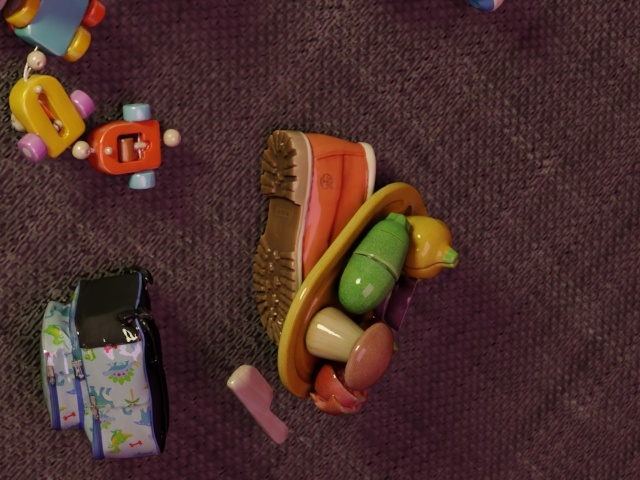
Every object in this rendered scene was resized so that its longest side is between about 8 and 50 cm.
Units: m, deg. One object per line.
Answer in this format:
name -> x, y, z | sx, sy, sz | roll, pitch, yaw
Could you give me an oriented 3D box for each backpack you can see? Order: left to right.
backpack -> -0.147, 0.091, 1.314 | 0.084, 0.105, 0.114 | -9, 112, -2

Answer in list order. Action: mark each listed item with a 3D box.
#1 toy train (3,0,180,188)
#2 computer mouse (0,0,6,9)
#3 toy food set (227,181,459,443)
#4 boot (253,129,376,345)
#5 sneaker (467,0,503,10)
toy train -> -0.159, -0.111, 1.280 | 0.125, 0.046, 0.166 | -18, 108, -40
computer mouse -> -0.206, -0.186, 1.172 | 0.106, 0.193, 0.042 | 14, 62, -33
toy food set -> 0.036, 0.062, 1.379 | 0.218, 0.071, 0.128 | -53, 150, -21
boot -> 0.000, 0.000, 1.391 | 0.085, 0.059, 0.158 | 0, 104, -33
sneaker -> 0.060, -0.199, 1.357 | 0.084, 0.058, 0.152 | -49, 117, -14
